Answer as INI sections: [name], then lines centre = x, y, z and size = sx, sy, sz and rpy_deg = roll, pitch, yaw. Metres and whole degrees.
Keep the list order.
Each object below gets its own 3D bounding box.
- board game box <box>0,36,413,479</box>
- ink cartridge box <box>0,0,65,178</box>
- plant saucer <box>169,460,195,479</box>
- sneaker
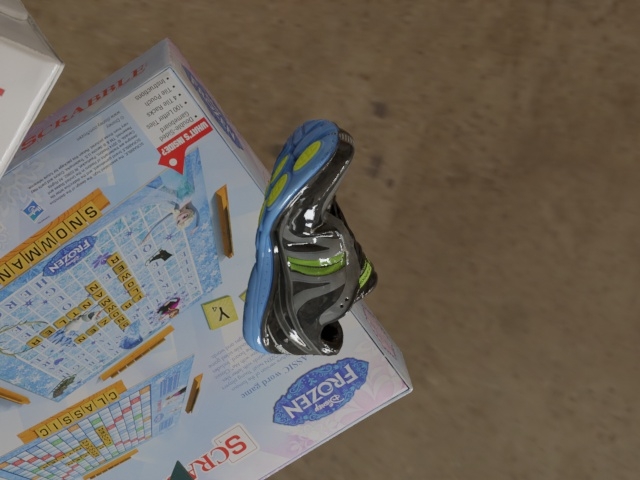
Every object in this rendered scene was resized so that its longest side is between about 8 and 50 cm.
[board game box]
centre = -0.150, 0.066, 1.423
size = 0.319, 0.066, 0.318
rpy_deg = -32, 113, 9
[ink cartridge box]
centre = -0.287, -0.043, 0.912
size = 0.198, 0.197, 0.270
rpy_deg = 23, 106, -31
[plant saucer]
centre = -0.048, 0.186, 1.133
size = 0.018, 0.192, 0.067
rpy_deg = -38, 111, -6
[sneaker]
centre = 0.000, 0.000, 1.166
size = 0.078, 0.067, 0.188
rpy_deg = 12, 134, 2
